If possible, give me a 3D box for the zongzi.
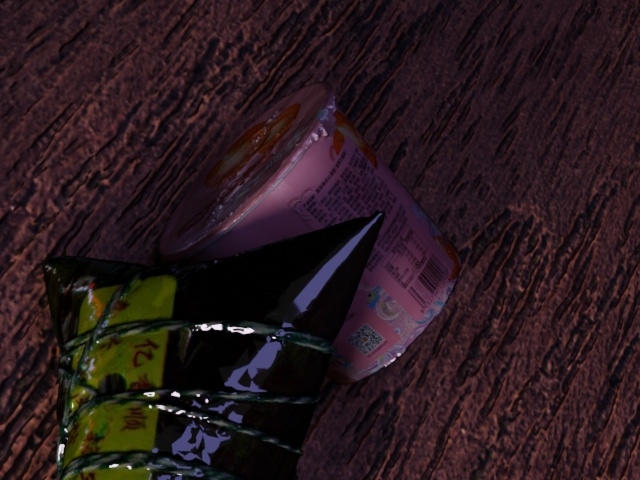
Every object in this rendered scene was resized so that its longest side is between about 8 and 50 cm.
[{"bbox_3d":[-0.077,0.136,1.475,0.319,0.362,0.383,25,48,-57],"label":"zongzi"}]

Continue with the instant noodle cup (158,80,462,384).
[{"bbox_3d":[0.000,0.000,1.671,0.231,0.243,0.243,43,50,-17],"label":"instant noodle cup"}]
